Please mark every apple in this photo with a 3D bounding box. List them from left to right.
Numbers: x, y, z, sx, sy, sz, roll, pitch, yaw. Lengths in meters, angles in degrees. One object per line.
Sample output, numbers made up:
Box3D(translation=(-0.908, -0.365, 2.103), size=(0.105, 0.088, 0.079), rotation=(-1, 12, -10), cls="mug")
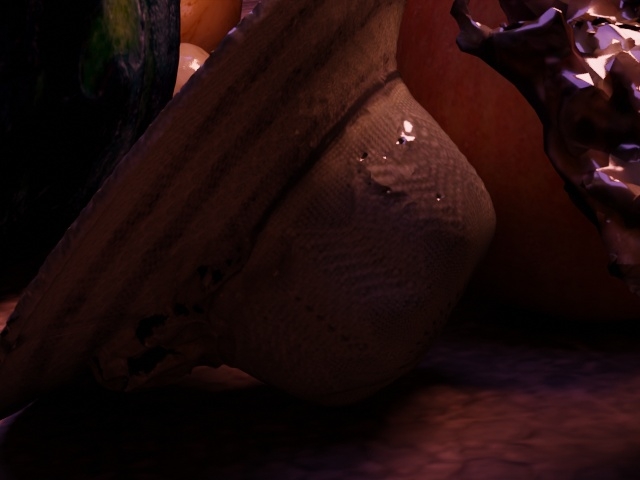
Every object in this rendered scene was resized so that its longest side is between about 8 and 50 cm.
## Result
Box3D(translation=(0.118, -0.061, 0.709), size=(0.188, 0.174, 0.188), rotation=(-5, 10, 1), cls="apple")

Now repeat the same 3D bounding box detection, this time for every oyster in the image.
Box3D(translation=(0.152, -0.023, 0.532), size=(0.198, 0.260, 0.092), rotation=(-19, -21, -40), cls="oyster")

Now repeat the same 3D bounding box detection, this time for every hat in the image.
Box3D(translation=(0.000, 0.000, 0.605), size=(0.110, 0.252, 0.252), rotation=(40, 21, 4), cls="hat")

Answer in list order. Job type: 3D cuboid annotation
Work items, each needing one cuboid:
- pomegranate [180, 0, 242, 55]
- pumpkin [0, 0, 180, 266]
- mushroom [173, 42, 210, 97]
Box3D(translation=(-0.176, -0.207, 1.346), size=(0.248, 0.248, 0.248), rotation=(-5, 13, 1), cls="pomegranate")
Box3D(translation=(-0.246, -0.111, 0.864), size=(0.363, 0.266, 0.363), rotation=(-6, 8, 1), cls="pumpkin")
Box3D(translation=(-0.194, -0.089, 1.100), size=(0.270, 0.103, 0.118), rotation=(1, -22, -1), cls="mushroom")
